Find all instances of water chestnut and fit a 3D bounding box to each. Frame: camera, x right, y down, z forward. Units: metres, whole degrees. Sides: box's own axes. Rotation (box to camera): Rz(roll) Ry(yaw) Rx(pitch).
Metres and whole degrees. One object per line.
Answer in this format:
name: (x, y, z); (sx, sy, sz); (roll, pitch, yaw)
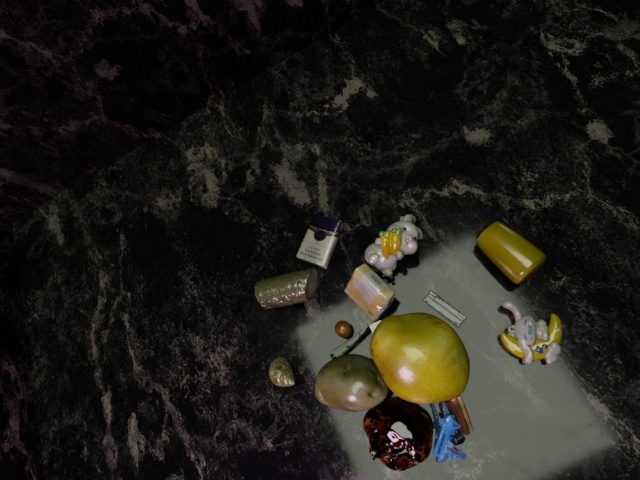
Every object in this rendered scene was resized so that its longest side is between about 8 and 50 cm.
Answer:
water chestnut: (0.308, 0.781, 1.624); (0.289, 0.244, 0.288); (-9, 66, 20)

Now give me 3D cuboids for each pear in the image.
pear: (0.404, 0.473, 1.649); (0.419, 0.362, 0.362); (25, 79, 5)

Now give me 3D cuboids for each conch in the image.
conch: (-0.187, 0.626, 1.901); (0.116, 0.105, 0.172); (-12, 53, -8)

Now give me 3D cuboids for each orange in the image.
orange: (0.107, 0.422, 1.904); (0.085, 0.085, 0.084); (-5, 70, 14)

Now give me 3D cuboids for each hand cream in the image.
hand cream: (0.144, 0.476, 1.877); (0.234, 0.080, 0.050); (-41, 69, 4)

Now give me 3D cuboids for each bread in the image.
bread: (0.554, 0.700, 1.656); (0.067, 0.192, 0.119); (-31, 19, -33)

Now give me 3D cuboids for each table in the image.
table: (0.274, 0.418, 1.849); (0.063, 0.083, 0.079); (-27, 67, 6)

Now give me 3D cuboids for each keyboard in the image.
keyboard: (0.569, 0.311, 1.843); (0.198, 0.010, 0.063); (39, 87, 24)

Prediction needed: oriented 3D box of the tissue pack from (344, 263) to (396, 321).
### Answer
tissue pack: (0.230, 0.244, 1.879); (0.090, 0.186, 0.222); (-19, 56, -40)

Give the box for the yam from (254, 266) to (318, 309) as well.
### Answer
yam: (-0.160, 0.240, 1.994); (0.305, 0.168, 0.167); (-13, 68, 12)

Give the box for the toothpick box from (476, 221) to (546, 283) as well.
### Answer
toothpick box: (0.829, 0.043, 1.777); (0.175, 0.175, 0.271); (-40, 63, 0)

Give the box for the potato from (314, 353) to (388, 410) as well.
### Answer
potato: (0.126, 0.611, 1.732); (0.327, 0.221, 0.243); (-13, 34, 48)

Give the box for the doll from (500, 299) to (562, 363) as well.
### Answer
doll: (0.876, 0.389, 1.674); (0.238, 0.111, 0.251); (6, 82, 19)

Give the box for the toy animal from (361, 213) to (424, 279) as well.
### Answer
toy animal: (0.355, 0.017, 1.895); (0.183, 0.247, 0.310); (41, 101, 7)

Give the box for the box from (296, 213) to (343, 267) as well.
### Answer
box: (0.000, 0.000, 2.080); (0.168, 0.071, 0.259); (17, 78, 21)

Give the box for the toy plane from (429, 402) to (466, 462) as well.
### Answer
toy plane: (0.503, 0.787, 1.601); (0.105, 0.271, 0.254); (-11, 27, -11)
